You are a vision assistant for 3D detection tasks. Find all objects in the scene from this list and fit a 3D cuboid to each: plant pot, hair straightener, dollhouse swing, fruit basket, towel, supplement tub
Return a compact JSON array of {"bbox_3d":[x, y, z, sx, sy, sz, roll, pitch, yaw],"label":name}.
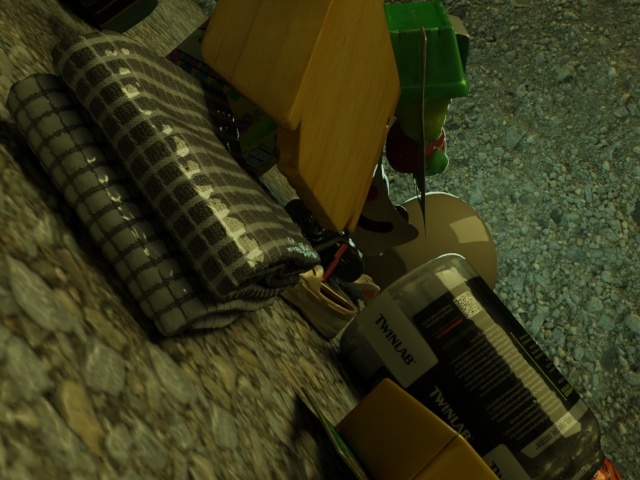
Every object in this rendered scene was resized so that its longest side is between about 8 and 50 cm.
[{"bbox_3d":[0.195,0.052,1.507,0.191,0.284,0.284,-14,58,-42],"label":"plant pot"},{"bbox_3d":[0.000,0.000,1.091,0.089,0.047,0.230,49,29,-3],"label":"hair straightener"},{"bbox_3d":[-0.086,-0.221,0.878,0.305,0.315,0.347,16,-12,16],"label":"dollhouse swing"},{"bbox_3d":[0.178,-0.222,1.255,0.327,0.165,0.353,-86,166,-60],"label":"fruit basket"},{"bbox_3d":[-0.112,-0.045,0.645,0.235,0.121,0.283,52,8,6],"label":"towel"},{"bbox_3d":[0.196,0.201,0.905,0.338,0.207,0.207,53,8,18],"label":"supplement tub"}]

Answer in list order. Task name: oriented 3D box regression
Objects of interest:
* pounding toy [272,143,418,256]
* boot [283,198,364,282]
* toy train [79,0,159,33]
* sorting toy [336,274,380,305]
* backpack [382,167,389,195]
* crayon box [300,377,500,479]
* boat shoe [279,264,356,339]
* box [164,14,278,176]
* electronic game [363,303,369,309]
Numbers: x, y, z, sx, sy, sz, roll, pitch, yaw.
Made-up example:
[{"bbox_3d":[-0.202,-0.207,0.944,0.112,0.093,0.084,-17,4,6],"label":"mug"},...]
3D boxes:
[{"bbox_3d":[0.057,-0.109,1.264,0.269,0.154,0.155,48,4,-14],"label":"pounding toy"},{"bbox_3d":[0.008,-0.009,1.297,0.190,0.076,0.208,50,10,-9],"label":"boot"},{"bbox_3d":[-0.374,-0.459,1.074,0.334,0.142,0.190,51,-4,18],"label":"toy train"},{"bbox_3d":[0.060,0.078,1.313,0.075,0.045,0.083,32,4,-9],"label":"sorting toy"},{"bbox_3d":[0.023,-0.226,1.857,0.355,0.273,0.290,35,19,-17],"label":"backpack"},{"bbox_3d":[0.123,0.240,0.620,0.318,0.081,0.202,49,-6,-8],"label":"crayon box"},{"bbox_3d":[-0.019,0.053,0.919,0.170,0.059,0.063,46,9,-28],"label":"boat shoe"},{"bbox_3d":[-0.088,-0.272,1.220,0.177,0.279,0.290,52,9,7],"label":"box"},{"bbox_3d":[0.156,0.198,1.255,0.229,0.048,0.229,46,2,-2],"label":"electronic game"}]
